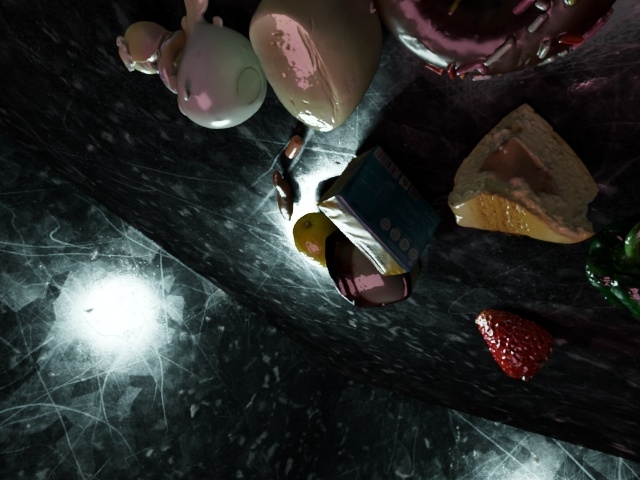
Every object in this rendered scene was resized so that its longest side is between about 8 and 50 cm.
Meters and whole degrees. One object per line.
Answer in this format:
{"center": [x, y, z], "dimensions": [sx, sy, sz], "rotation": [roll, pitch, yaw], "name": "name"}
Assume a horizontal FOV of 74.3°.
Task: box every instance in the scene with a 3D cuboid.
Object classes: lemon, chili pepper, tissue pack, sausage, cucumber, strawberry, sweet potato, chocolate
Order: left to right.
{"center": [-0.116, -0.139, 1.360], "dimensions": [0.057, 0.057, 0.264], "rotation": [20, 151, 16], "name": "sweet potato"}
{"center": [-0.070, -0.249, 1.125], "dimensions": [0.034, 0.034, 0.083], "rotation": [32, 154, -9], "name": "sausage"}
{"center": [0.000, 0.000, 1.380], "dimensions": [0.170, 0.170, 0.207], "rotation": [4, 145, 41], "name": "lemon"}
{"center": [0.145, -0.067, 1.037], "dimensions": [0.271, 0.192, 0.134], "rotation": [46, 155, -17], "name": "tissue pack"}
{"center": [0.175, 0.049, 1.231], "dimensions": [0.284, 0.283, 0.186], "rotation": [40, 137, -26], "name": "chocolate"}
{"center": [0.304, -0.095, 1.048], "dimensions": [0.039, 0.043, 0.163], "rotation": [-7, 179, -28], "name": "cucumber"}
{"center": [0.632, 0.322, 1.398], "dimensions": [0.244, 0.205, 0.205], "rotation": [43, 161, 21], "name": "strawberry"}
{"center": [0.624, 0.038, 0.839], "dimensions": [0.261, 0.174, 0.165], "rotation": [43, 176, -32], "name": "chili pepper"}

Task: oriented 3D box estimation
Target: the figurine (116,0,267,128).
{"center": [-0.294, -0.412, 0.919], "dimensions": [0.394, 0.227, 0.274], "rotation": [28, 127, 26], "name": "figurine"}

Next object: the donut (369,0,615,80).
{"center": [0.234, -0.334, 0.543], "dimensions": [0.259, 0.136, 0.345], "rotation": [42, 153, -23], "name": "donut"}

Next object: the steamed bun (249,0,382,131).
{"center": [0.006, -0.320, 0.712], "dimensions": [0.155, 0.200, 0.250], "rotation": [7, 151, 36], "name": "steamed bun"}

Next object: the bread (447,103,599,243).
{"center": [0.369, -0.091, 0.814], "dimensions": [0.224, 0.183, 0.211], "rotation": [35, 156, -9], "name": "bread"}
